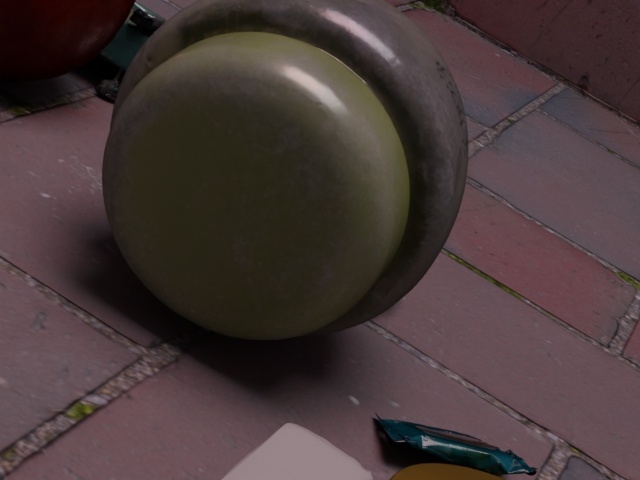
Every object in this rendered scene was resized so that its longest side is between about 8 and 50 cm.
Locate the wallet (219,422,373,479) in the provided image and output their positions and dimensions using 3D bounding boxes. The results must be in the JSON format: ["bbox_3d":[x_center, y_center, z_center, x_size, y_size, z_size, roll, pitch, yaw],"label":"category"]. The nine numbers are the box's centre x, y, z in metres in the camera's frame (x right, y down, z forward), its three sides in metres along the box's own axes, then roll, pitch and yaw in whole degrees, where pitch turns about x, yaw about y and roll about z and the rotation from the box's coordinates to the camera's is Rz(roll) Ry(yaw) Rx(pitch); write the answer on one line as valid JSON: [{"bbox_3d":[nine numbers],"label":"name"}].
[{"bbox_3d":[-0.023,0.194,1.207,0.095,0.033,0.190,33,21,9],"label":"wallet"}]

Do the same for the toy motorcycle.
[{"bbox_3d":[-0.224,-0.232,1.915,0.296,0.109,0.198,32,10,16],"label":"toy motorcycle"}]

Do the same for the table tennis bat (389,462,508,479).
[{"bbox_3d":[0.189,0.252,1.322,0.321,0.050,0.198,9,24,-38],"label":"table tennis bat"}]

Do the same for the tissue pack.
[{"bbox_3d":[0.118,0.185,1.404,0.138,0.028,0.085,19,3,-12],"label":"tissue pack"}]

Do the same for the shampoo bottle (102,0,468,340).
[{"bbox_3d":[-0.026,-0.078,1.434,0.322,0.322,0.317,30,25,5],"label":"shampoo bottle"}]

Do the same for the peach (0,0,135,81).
[{"bbox_3d":[-0.331,-0.287,1.718,0.258,0.201,0.362,27,29,24],"label":"peach"}]
